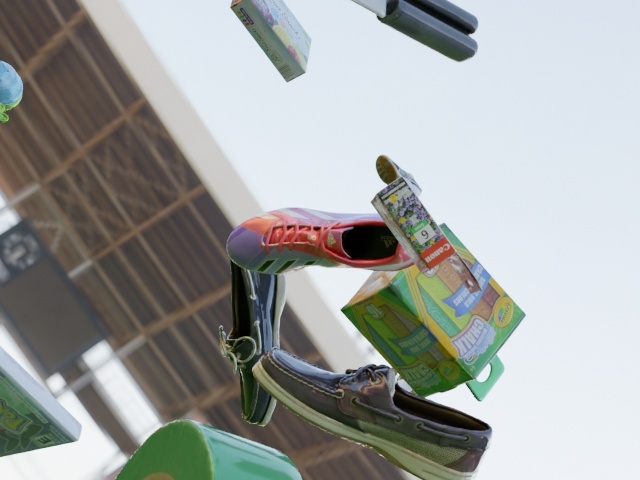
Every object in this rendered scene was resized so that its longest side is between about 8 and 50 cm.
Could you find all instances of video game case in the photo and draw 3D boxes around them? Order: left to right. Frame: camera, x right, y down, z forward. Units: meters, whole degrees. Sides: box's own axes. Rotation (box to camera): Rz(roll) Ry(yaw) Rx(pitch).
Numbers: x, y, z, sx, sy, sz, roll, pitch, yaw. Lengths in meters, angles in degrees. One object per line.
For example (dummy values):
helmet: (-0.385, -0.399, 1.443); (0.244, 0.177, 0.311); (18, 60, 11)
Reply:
video game case: (-0.355, 0.146, 1.306); (0.183, 0.023, 0.201); (-14, -45, 23)

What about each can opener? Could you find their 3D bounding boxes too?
can opener: (0.120, -0.321, 1.814); (0.283, 0.076, 0.095); (21, -27, -37)

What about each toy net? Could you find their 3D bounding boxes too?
toy net: (-0.481, -0.196, 1.665); (0.232, 0.122, 0.045); (15, -39, -6)

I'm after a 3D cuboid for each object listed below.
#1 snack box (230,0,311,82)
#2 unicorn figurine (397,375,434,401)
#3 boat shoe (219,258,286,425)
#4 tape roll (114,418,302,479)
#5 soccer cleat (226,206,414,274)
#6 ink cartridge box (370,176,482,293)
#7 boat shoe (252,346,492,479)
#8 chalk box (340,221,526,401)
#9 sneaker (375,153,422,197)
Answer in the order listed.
snack box: (-0.068, -0.306, 1.955); (0.141, 0.037, 0.100); (52, 25, -28)
unicorn figurine: (0.134, 0.226, 2.073); (0.111, 0.162, 0.060); (-43, -130, 46)
boat shoe: (-0.099, 0.138, 1.960); (0.095, 0.079, 0.254); (21, -73, 61)
tape roll: (-0.115, 0.288, 0.970); (0.077, 0.321, 0.321); (22, -15, -20)
soccer cleat: (0.000, 0.000, 1.625); (0.248, 0.083, 0.095); (2, -4, 17)
ink cartridge box: (0.087, 0.003, 1.152); (0.115, 0.029, 0.063); (55, -5, 2)
boat shoe: (0.063, 0.185, 1.576); (0.285, 0.092, 0.103); (28, 14, 3)
chalk box: (0.160, 0.109, 1.772); (0.213, 0.132, 0.132); (46, -33, -7)
sneaker: (0.112, -0.090, 1.980); (0.083, 0.037, 0.032); (51, -54, 3)
